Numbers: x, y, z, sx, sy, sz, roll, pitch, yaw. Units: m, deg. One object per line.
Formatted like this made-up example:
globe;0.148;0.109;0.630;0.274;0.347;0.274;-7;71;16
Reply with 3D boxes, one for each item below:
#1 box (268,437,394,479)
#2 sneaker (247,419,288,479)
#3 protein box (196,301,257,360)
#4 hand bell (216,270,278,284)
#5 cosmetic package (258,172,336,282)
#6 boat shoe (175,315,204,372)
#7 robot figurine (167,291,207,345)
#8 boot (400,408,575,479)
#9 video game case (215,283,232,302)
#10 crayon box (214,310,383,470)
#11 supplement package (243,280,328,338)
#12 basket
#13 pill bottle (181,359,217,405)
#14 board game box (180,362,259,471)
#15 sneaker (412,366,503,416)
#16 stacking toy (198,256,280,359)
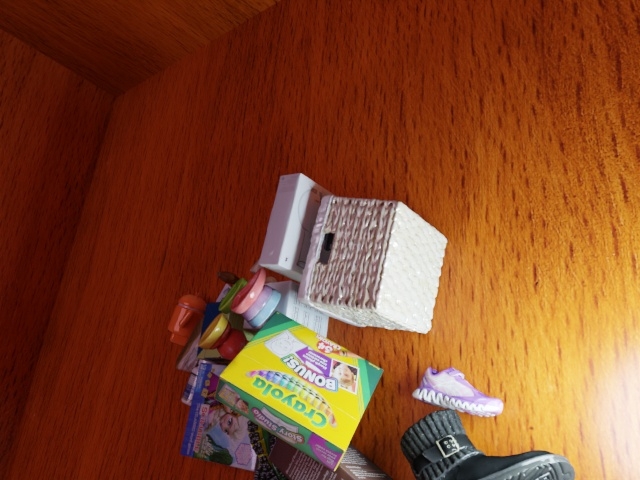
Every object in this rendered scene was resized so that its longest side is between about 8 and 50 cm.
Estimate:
box;0.055;0.640;1.394;0.381;0.191;0.143;27;89;46
sneaker;-0.129;0.678;1.597;0.134;0.146;0.343;-10;75;10
protein box;-0.302;0.338;1.849;0.136;0.201;0.200;-10;63;38
hand bell;-0.278;0.154;1.889;0.126;0.242;0.126;-20;57;34
cosmetic package;0.000;0.000;1.623;0.097;0.377;0.284;0;71;42
boat shoe;-0.462;0.401;2.040;0.277;0.096;0.098;-55;21;17
robot figurine;-0.537;0.314;2.121;0.128;0.158;0.219;14;79;27
boot;0.373;0.506;1.226;0.348;0.131;0.260;-17;23;3
video game case;-0.364;0.284;2.057;0.190;0.022;0.173;31;92;45
crayon box;-0.049;0.389;1.423;0.363;0.313;0.106;27;122;11
supplement package;-0.109;0.239;1.726;0.194;0.203;0.149;-11;63;38
basket;0.155;0.072;1.488;0.266;0.331;0.328;2;72;40
pill bottle;-0.448;0.532;1.959;0.094;0.094;0.169;10;76;44
board game box;-0.308;0.593;1.785;0.318;0.066;0.318;-2;68;28
sneaker;0.351;0.381;1.336;0.236;0.095;0.104;1;63;43
stacking toy;-0.219;0.212;1.631;0.309;0.130;0.279;-44;15;28
